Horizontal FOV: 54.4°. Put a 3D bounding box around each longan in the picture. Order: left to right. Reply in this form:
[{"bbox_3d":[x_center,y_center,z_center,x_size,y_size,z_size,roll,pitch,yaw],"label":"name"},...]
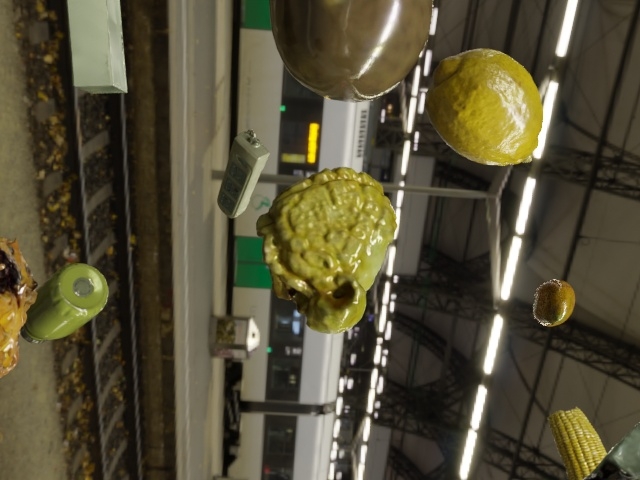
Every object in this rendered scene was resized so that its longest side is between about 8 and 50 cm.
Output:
[{"bbox_3d":[0.060,-0.483,1.274,0.404,0.337,0.404,2,90,-76],"label":"longan"}]

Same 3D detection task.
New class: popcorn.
[{"bbox_3d":[0.000,0.000,1.057,0.173,0.226,0.285,107,6,-67],"label":"popcorn"}]

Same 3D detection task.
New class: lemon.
[{"bbox_3d":[0.429,-0.342,1.611,0.285,0.317,0.285,15,90,-88],"label":"lemon"}]

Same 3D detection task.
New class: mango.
[{"bbox_3d":[0.544,0.144,1.449,0.165,0.089,0.115,43,68,-73],"label":"mango"}]

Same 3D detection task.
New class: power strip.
[{"bbox_3d":[-0.195,-0.149,1.505,0.048,0.080,0.286,-37,167,-36],"label":"power strip"}]

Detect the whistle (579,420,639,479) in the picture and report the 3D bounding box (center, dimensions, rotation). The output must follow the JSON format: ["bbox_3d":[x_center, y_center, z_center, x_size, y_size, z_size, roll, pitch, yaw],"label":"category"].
[{"bbox_3d":[0.349,0.295,0.635,0.168,0.188,0.404,36,-80,39],"label":"whistle"}]

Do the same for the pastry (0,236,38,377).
[{"bbox_3d":[-0.615,0.113,0.836,0.292,0.405,0.337,5,-102,61],"label":"pastry"}]

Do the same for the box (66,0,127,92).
[{"bbox_3d":[-0.472,-0.431,1.312,0.129,0.086,0.224,-127,-146,-82],"label":"box"}]

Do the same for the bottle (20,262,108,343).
[{"bbox_3d":[-0.521,0.137,1.234,0.260,0.112,0.112,-31,-135,41],"label":"bottle"}]

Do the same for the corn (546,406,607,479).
[{"bbox_3d":[0.441,0.364,1.046,0.063,0.085,0.165,91,-14,-55],"label":"corn"}]
